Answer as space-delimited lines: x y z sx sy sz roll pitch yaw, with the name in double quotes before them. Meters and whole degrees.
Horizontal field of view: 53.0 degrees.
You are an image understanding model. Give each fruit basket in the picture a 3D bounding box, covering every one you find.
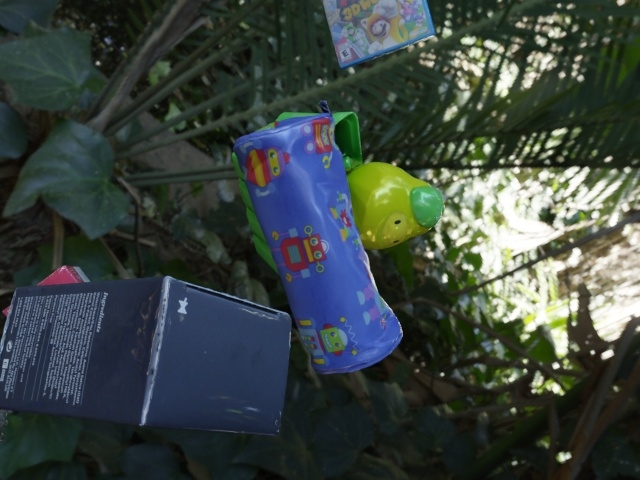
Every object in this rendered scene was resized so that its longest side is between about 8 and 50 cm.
"fruit basket" 0.042 -0.060 1.298 0.283 0.392 0.392 -45 107 -30

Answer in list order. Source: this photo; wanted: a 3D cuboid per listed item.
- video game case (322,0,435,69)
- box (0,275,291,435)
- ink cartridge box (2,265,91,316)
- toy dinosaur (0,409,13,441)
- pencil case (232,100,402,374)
"video game case" 0.057 -0.303 0.762 0.015 0.119 0.166 -16 91 -70
"box" -0.153 0.103 0.555 0.153 0.207 0.108 26 65 -50
"ink cartridge box" -0.430 0.151 1.122 0.176 0.127 0.128 51 -11 -3
"toy dinosaur" -0.370 0.180 0.604 0.118 0.268 0.064 32 51 -51
"pencil case" 0.000 0.000 0.761 0.133 0.119 0.306 -33 106 -65
